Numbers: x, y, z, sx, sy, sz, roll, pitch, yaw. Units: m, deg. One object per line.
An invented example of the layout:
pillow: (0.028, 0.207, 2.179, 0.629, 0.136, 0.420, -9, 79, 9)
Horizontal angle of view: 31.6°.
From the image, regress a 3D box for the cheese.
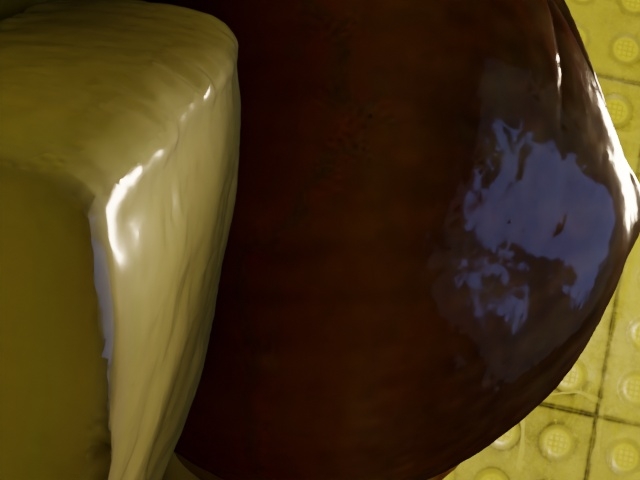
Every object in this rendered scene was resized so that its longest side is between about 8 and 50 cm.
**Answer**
cheese: (-0.114, 0.035, 0.480, 0.265, 0.124, 0.242, -74, 180, -68)

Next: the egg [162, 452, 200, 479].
egg: (-0.114, 0.243, 1.393, 0.176, 0.176, 0.231, 99, 5, -75)

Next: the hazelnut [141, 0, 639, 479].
hazelnut: (0.021, -0.030, 0.770, 0.359, 0.359, 0.409, -76, 175, -65)

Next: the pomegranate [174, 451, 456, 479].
pomegranate: (-0.012, 0.080, 1.144, 0.410, 0.410, 0.410, 12, 90, -89)
